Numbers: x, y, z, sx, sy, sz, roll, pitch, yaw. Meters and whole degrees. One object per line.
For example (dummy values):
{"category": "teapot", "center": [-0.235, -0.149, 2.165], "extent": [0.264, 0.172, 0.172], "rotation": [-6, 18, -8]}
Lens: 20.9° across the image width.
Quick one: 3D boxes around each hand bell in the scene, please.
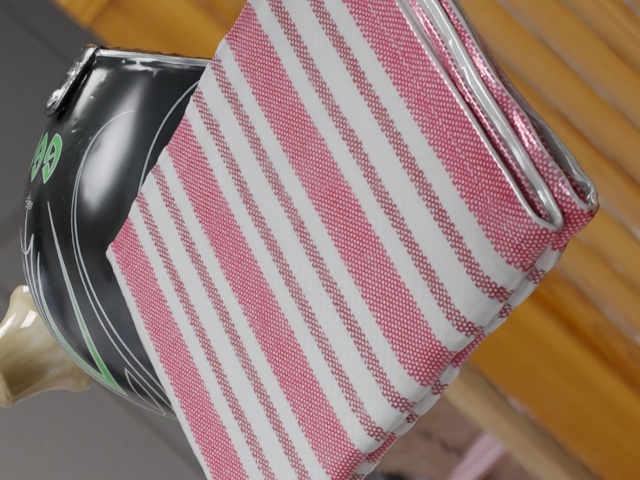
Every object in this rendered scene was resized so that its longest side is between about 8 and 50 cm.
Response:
{"category": "hand bell", "center": [-0.357, 0.160, 1.697], "extent": [0.242, 0.126, 0.126], "rotation": [-35, -101, -27]}

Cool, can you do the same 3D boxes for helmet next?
{"category": "helmet", "center": [-0.046, 0.001, 0.760], "extent": [0.169, 0.161, 0.169], "rotation": [6, -174, -1]}

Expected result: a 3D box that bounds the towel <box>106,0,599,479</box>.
{"category": "towel", "center": [0.000, 0.000, 0.546], "extent": [0.029, 0.197, 0.144], "rotation": [-2, -128, -36]}
